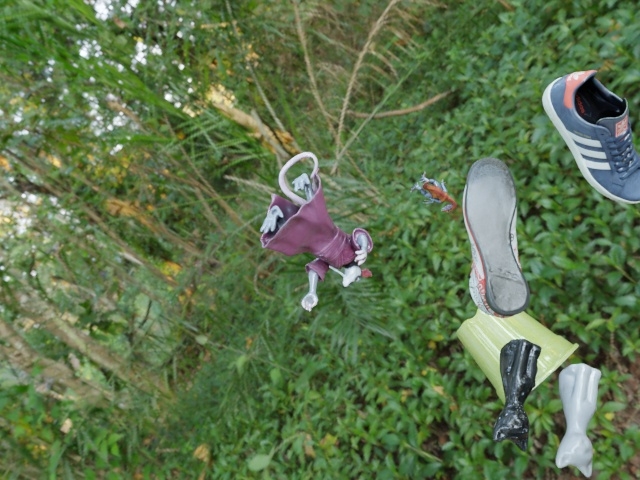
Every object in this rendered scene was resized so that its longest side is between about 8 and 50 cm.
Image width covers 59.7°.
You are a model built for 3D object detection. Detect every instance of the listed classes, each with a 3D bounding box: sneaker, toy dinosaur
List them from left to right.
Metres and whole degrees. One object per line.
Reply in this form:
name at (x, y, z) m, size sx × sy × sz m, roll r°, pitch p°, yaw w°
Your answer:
toy dinosaur at (0.186, -0.069, 0.894) m, size 0.047 × 0.082 × 0.090 m, roll -55°, pitch 8°, yaw 19°
sneaker at (0.294, 0.002, 0.978) m, size 0.145 × 0.090 × 0.270 m, roll 65°, pitch -162°, yaw -78°
sneaker at (0.653, -0.230, 1.257) m, size 0.131 × 0.350 × 0.148 m, roll -43°, pitch 5°, yaw -12°

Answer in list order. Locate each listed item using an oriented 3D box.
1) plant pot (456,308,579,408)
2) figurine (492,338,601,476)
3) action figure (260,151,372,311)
plant pot at (0.543, 0.302, 1.610) m, size 0.276 × 0.254 × 0.276 m, roll -35°, pitch -23°, yaw -17°
figurine at (0.448, 0.332, 1.098) m, size 0.092 × 0.214 × 0.209 m, roll 110°, pitch -177°, yaw -57°
action figure at (0.000, 0.000, 1.482) m, size 0.248 × 0.370 × 0.276 m, roll -31°, pitch 43°, yaw 23°
